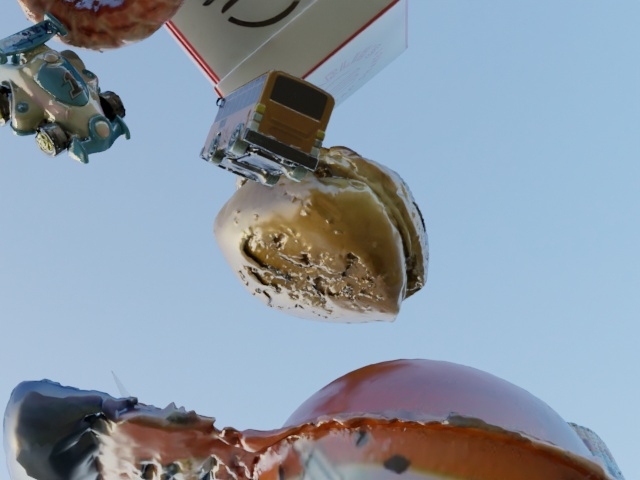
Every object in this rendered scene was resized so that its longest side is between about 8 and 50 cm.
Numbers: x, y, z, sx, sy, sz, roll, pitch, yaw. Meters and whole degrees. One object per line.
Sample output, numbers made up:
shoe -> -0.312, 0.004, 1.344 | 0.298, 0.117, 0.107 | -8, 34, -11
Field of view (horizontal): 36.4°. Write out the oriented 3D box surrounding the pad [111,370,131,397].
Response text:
pad -> -0.268, 0.297, 1.497 | 0.004, 0.156, 0.232 | -25, -26, -9

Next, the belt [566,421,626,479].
belt -> 0.249, 0.339, 1.178 | 0.257, 0.150, 0.207 | -23, -59, 3

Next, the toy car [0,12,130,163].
toy car -> -0.292, -0.167, 1.081 | 0.126, 0.161, 0.098 | -37, -27, -35

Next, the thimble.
thimble -> -0.264, -0.360, 1.157 | 0.239, 0.162, 0.239 | -7, -58, -11

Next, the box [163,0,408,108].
box -> -0.068, -0.355, 1.532 | 0.314, 0.300, 0.312 | -40, -7, 1

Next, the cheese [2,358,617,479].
cheese -> 0.008, 0.129, 0.493 | 0.329, 0.129, 0.217 | 13, -38, -3

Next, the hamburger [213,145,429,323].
hamburger -> 0.007, 0.003, 1.458 | 0.284, 0.304, 0.174 | 59, -135, -34

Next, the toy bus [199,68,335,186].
toy bus -> -0.069, -0.135, 1.179 | 0.098, 0.201, 0.114 | 22, -99, -20
